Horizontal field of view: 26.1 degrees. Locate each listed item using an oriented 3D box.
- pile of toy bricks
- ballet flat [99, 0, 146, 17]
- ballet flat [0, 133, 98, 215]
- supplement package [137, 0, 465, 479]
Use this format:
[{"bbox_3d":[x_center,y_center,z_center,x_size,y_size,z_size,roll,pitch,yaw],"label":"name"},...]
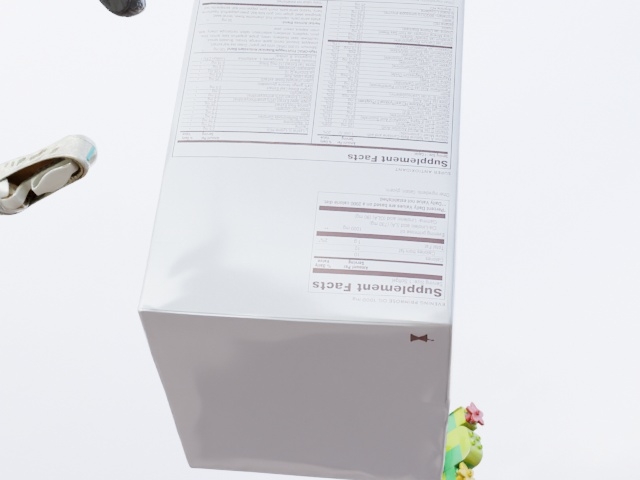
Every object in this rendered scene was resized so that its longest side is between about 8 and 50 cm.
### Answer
[{"bbox_3d":[0.087,0.168,1.067,0.118,0.212,0.105,31,-57,-35],"label":"pile of toy bricks"},{"bbox_3d":[-0.252,-0.328,1.569,0.057,0.173,0.049,-27,-6,19],"label":"ballet flat"},{"bbox_3d":[-0.309,-0.062,1.460,0.168,0.052,0.057,-28,-58,23],"label":"ballet flat"},{"bbox_3d":[0.000,0.000,0.752,0.149,0.203,0.194,3,-32,5],"label":"supplement package"}]
